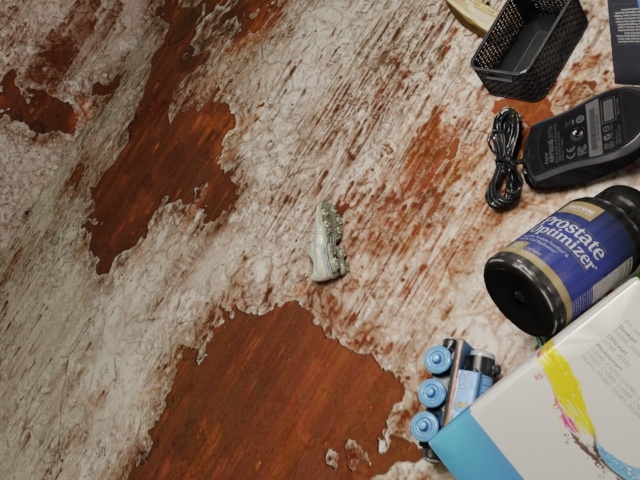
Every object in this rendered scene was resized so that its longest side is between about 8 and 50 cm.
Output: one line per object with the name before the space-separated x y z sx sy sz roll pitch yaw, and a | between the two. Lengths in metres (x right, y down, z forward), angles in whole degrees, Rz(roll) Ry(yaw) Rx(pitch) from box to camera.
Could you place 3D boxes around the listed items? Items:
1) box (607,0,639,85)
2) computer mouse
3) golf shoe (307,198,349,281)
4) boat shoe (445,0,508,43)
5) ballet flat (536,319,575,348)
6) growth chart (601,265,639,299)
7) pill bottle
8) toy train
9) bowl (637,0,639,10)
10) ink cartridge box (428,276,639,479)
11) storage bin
box | 0.483 -0.312 0.772 0.156 0.158 0.093 -27 26 -16
computer mouse | 0.390 -0.148 0.880 0.272 0.072 0.188 -13 60 50
golf shoe | 0.000 0.000 1.131 0.086 0.069 0.176 -30 49 33
boat shoe | 0.313 -0.448 1.122 0.059 0.063 0.170 -42 55 11
ballet flat | 0.318 0.088 0.798 0.068 0.072 0.213 -27 51 20
growth chart | 0.476 0.088 0.697 0.172 0.021 0.237 -49 44 9
pill bottle | 0.332 0.019 0.741 0.219 0.123 0.123 -32 41 -17
toy train | 0.198 0.231 0.818 0.105 0.080 0.184 3 66 32
bowl | 0.551 -0.333 0.652 0.391 0.391 0.077 -54 6 2
ink cartridge box | 0.301 0.198 0.608 0.270 0.198 0.197 -46 67 17
storage bin | 0.365 -0.346 0.997 0.122 0.084 0.180 29 87 46
